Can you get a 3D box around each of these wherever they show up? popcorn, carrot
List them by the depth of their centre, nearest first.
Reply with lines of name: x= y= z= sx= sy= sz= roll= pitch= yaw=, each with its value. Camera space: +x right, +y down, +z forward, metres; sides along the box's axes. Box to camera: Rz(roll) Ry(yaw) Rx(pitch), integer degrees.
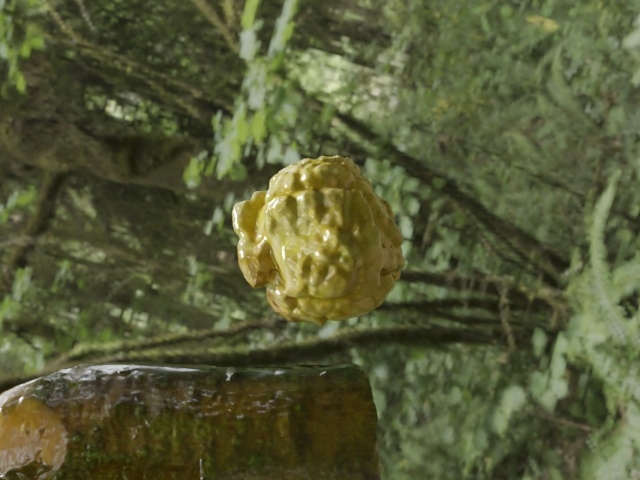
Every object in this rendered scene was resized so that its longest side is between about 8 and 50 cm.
carrot: x=-0.059 y=0.093 z=0.479 sx=0.082 sy=0.173 sz=0.082 roll=180 pitch=90 yaw=-89
popcorn: x=0.000 y=0.000 z=1.108 sx=0.170 sy=0.180 sz=0.180 roll=0 pitch=73 yaw=60
